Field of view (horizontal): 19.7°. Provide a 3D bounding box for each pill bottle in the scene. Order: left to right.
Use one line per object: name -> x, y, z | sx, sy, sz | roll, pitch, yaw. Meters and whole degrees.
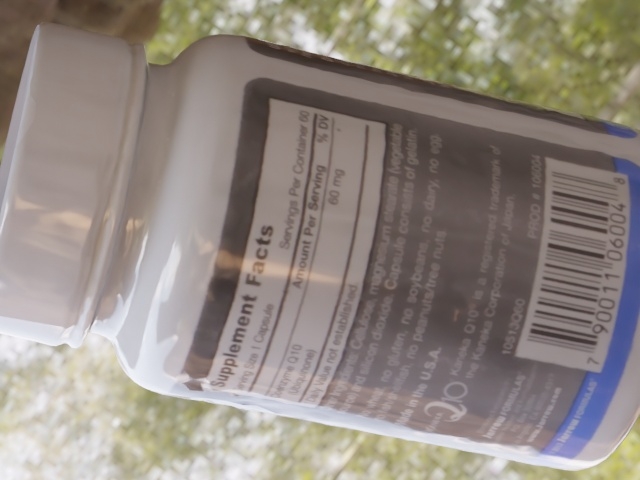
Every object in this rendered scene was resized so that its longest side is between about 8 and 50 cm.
pill bottle -> 0.000, 0.000, 0.392 | 0.137, 0.078, 0.078 | 12, -145, -11
